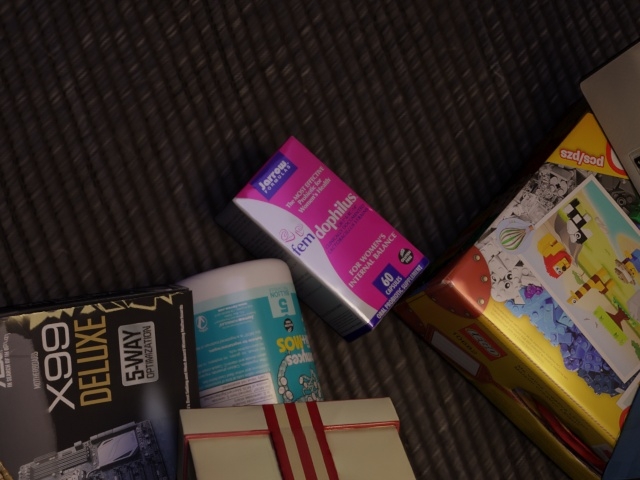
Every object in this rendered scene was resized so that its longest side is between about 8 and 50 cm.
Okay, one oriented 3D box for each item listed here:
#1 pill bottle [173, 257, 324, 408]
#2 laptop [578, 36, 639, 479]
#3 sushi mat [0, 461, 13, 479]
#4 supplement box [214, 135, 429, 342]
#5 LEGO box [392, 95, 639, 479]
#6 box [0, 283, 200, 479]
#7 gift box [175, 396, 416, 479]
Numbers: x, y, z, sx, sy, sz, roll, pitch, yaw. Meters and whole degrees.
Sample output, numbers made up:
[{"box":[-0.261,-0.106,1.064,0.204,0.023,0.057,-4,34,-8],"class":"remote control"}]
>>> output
[{"box":[-0.075,0.162,1.866,0.146,0.146,0.264,-13,83,-18],"class":"pill bottle"},{"box":[0.355,0.003,1.688,0.236,0.382,0.408,-28,87,-19],"class":"laptop"},{"box":[-0.451,0.312,1.714,0.316,0.019,0.151,-39,89,12],"class":"sushi mat"},{"box":[0.000,0.000,1.939,0.220,0.114,0.111,41,72,-2],"class":"supplement box"},{"box":[0.402,0.104,1.986,0.500,0.193,0.372,43,71,-4],"class":"LEGO box"},{"box":[-0.249,0.211,1.779,0.242,0.076,0.307,-7,98,-28],"class":"box"},{"box":[-0.038,0.322,1.688,0.255,0.258,0.276,2,123,-15],"class":"gift box"}]
